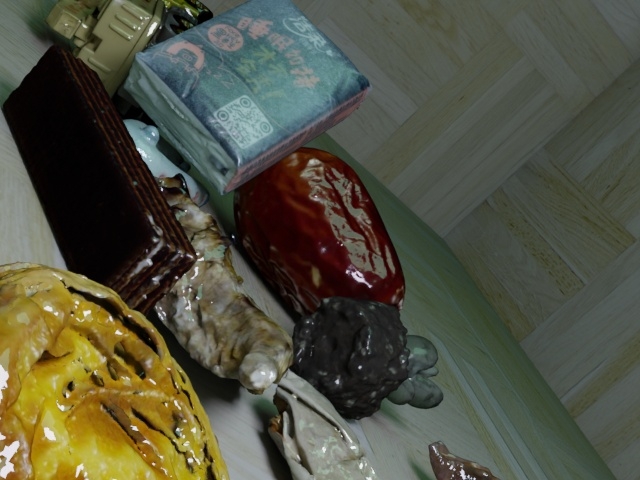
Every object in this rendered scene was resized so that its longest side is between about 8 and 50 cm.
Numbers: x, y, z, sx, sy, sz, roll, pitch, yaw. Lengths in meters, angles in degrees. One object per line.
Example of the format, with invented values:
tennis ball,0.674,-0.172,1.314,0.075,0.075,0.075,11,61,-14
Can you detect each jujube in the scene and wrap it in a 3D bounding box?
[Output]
jujube,0.000,0.000,1.568,0.318,0.223,0.223,56,14,27

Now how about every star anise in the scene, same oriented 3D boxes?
star anise,0.265,0.405,1.386,0.349,0.109,0.292,35,10,-42

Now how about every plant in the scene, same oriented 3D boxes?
plant,0.076,0.173,1.418,0.274,0.149,0.146,26,41,-56

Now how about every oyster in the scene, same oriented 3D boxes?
oyster,-0.110,0.063,1.150,0.396,0.111,0.204,53,1,40

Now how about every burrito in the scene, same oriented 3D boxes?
burrito,0.035,0.280,1.035,0.117,0.076,0.392,33,18,-48

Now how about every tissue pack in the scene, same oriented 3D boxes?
tissue pack,-0.100,-0.230,1.522,0.228,0.103,0.315,48,50,6

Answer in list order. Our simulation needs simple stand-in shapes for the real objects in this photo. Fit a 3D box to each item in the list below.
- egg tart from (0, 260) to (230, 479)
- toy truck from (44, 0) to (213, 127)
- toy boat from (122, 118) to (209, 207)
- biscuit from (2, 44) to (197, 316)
egg tart,-0.158,0.158,0.664,0.297,0.132,0.297,51,20,-27
toy truck,-0.314,-0.344,1.717,0.254,0.181,0.405,35,17,-17
toy boat,-0.228,-0.115,1.473,0.134,0.079,0.207,55,12,26
biscuit,-0.255,-0.074,1.132,0.073,0.107,0.388,32,18,-46
